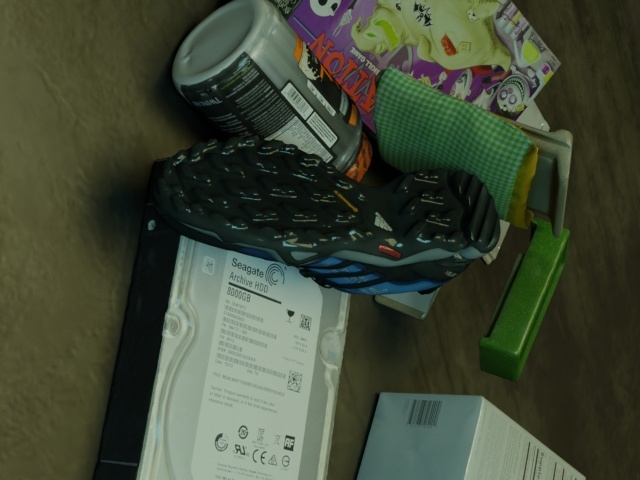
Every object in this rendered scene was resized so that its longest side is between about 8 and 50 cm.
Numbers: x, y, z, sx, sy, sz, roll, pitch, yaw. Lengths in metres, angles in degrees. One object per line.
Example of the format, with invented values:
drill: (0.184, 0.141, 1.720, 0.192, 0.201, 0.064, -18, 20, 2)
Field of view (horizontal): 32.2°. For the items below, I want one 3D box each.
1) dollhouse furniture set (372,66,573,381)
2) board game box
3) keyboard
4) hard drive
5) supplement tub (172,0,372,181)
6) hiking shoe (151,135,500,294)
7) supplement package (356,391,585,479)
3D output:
dollhouse furniture set: (0.128, -0.005, 1.079, 0.151, 0.198, 0.301, -63, 161, -17)
board game box: (0.090, -0.214, 1.145, 0.208, 0.056, 0.347, -50, 126, 1)
keyboard: (0.244, -0.087, 1.442, 0.072, 0.014, 0.256, 48, 52, -28)
hard drive: (-0.075, 0.116, 1.012, 0.237, 0.064, 0.338, 25, 66, -45)
supplement tub: (-0.039, -0.125, 1.037, 0.190, 0.117, 0.117, 46, 54, -36)
hiking shoe: (0.000, 0.000, 0.955, 0.304, 0.132, 0.113, 9, 52, -17)
supplement package: (0.168, 0.275, 1.216, 0.244, 0.139, 0.133, 40, 58, -41)
